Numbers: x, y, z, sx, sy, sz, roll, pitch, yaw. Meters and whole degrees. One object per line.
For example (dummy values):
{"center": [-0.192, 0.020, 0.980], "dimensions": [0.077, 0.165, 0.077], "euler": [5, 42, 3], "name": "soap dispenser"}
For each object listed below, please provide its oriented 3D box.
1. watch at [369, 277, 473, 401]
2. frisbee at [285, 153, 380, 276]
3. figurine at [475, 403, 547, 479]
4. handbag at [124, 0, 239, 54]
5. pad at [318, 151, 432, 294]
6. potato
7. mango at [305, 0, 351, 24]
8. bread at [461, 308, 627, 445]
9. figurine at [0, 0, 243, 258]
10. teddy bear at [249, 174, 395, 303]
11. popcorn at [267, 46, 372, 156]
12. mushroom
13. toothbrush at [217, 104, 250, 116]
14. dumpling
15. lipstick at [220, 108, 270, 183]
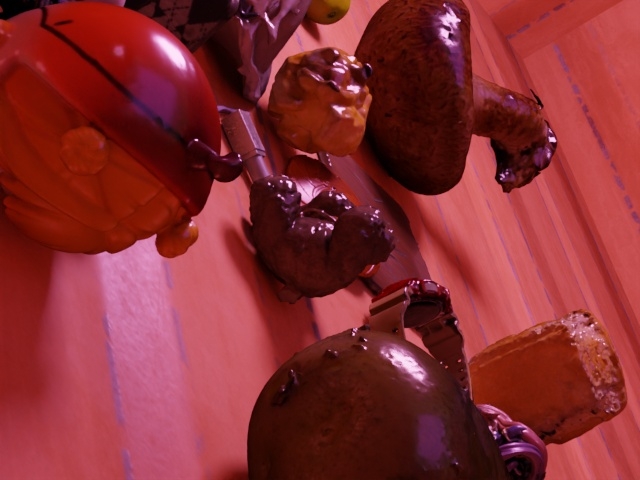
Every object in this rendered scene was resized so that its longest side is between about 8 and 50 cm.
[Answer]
{"center": [0.137, 0.177, 1.908], "dimensions": [0.165, 0.102, 0.268], "euler": [35, 38, -40], "name": "watch"}
{"center": [0.026, -0.039, 1.973], "dimensions": [0.192, 0.035, 0.192], "euler": [43, 27, -28], "name": "frisbee"}
{"center": [0.246, 0.283, 1.980], "dimensions": [0.157, 0.114, 0.126], "euler": [-96, -174, -63], "name": "figurine"}
{"center": [-0.273, -0.393, 1.544], "dimensions": [0.416, 0.180, 0.316], "euler": [50, 7, -25], "name": "handbag"}
{"center": [0.096, 0.002, 2.167], "dimensions": [0.286, 0.018, 0.284], "euler": [39, 26, -48], "name": "pad"}
{"center": [0.064, 0.229, 1.394], "dimensions": [0.359, 0.219, 0.269], "euler": [44, 32, -59], "name": "potato"}
{"center": [-0.018, -0.431, 2.455], "dimensions": [0.163, 0.089, 0.117], "euler": [45, 27, -7], "name": "mango"}
{"center": [0.305, 0.205, 2.082], "dimensions": [0.121, 0.245, 0.174], "euler": [6, 61, -47], "name": "bread"}
{"center": [-0.199, -0.120, 1.239], "dimensions": [0.323, 0.196, 0.320], "euler": [59, 8, 33], "name": "figurine"}
{"center": [0.000, 0.000, 1.729], "dimensions": [0.190, 0.177, 0.140], "euler": [-27, 132, -72], "name": "teddy bear"}
{"center": [0.001, -0.189, 1.990], "dimensions": [0.148, 0.152, 0.167], "euler": [10, 61, -28], "name": "popcorn"}
{"center": [0.216, -0.223, 2.387], "dimensions": [0.334, 0.356, 0.331], "euler": [99, 13, -50], "name": "mushroom"}
{"center": [-0.123, -0.159, 1.821], "dimensions": [0.019, 0.013, 0.193], "euler": [68, 18, 4], "name": "toothbrush"}
{"center": [-0.099, -0.311, 1.949], "dimensions": [0.163, 0.204, 0.293], "euler": [20, 50, -17], "name": "dumpling"}
{"center": [-0.082, -0.097, 1.810], "dimensions": [0.129, 0.030, 0.030], "euler": [67, 18, 14], "name": "lipstick"}
